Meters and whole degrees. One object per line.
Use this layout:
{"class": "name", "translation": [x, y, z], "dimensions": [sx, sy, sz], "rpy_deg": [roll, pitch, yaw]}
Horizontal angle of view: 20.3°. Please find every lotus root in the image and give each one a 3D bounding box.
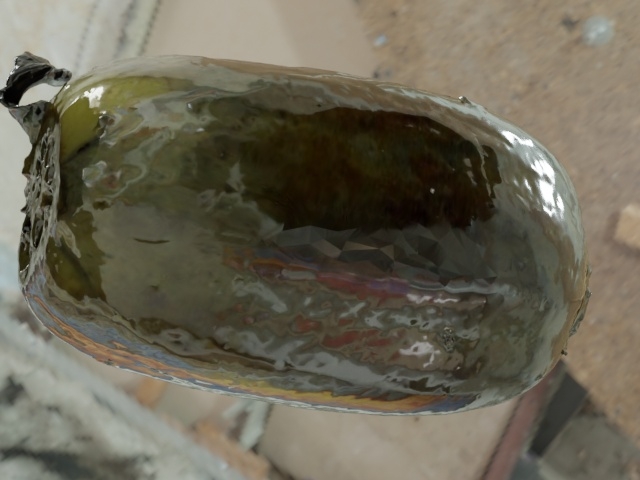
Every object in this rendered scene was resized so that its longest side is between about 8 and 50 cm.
{"class": "lotus root", "translation": [0.000, 0.000, 0.655], "dimensions": [0.123, 0.241, 0.124], "rpy_deg": [19, -80, 62]}
